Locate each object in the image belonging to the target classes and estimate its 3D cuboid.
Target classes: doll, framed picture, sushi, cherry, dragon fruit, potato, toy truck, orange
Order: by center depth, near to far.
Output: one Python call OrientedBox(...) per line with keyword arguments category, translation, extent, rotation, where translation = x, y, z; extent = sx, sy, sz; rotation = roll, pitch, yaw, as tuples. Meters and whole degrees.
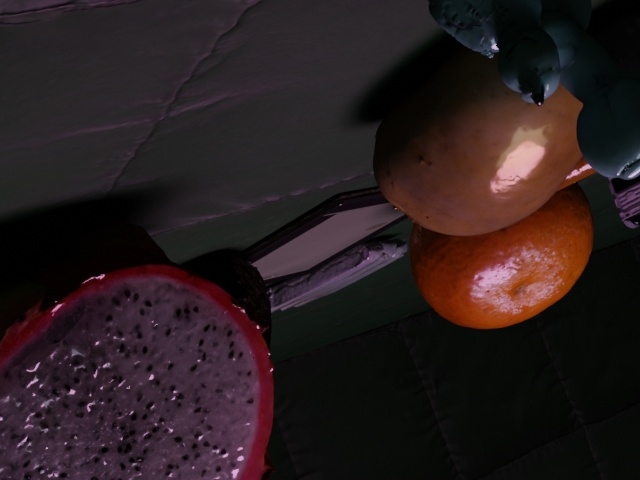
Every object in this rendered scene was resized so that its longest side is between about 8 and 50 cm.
OrientedBox(category="doll", translation=(0.153, -0.108, 0.701), extent=(0.159, 0.159, 0.059), rotation=(-2, 148, -48))
OrientedBox(category="potato", translation=(0.136, -0.084, 0.913), extent=(0.150, 0.146, 0.234), rotation=(-51, -175, -27))
OrientedBox(category="cherry", translation=(0.276, -0.146, 0.978), extent=(0.148, 0.115, 0.188), rotation=(-60, 178, 0))
OrientedBox(category="dragon fruit", translation=(-0.203, 0.137, 0.984), extent=(0.305, 0.305, 0.225), rotation=(-17, -161, -28))
OrientedBox(category="sushi", translation=(-0.155, 0.104, 1.347), extent=(0.225, 0.126, 0.136), rotation=(-20, 164, 36))
OrientedBox(category="orange", translation=(0.207, -0.003, 1.351), extent=(0.224, 0.170, 0.224), rotation=(-15, 135, -15))
OrientedBox(category="framed picture", translation=(0.000, 0.000, 1.438), extent=(0.265, 0.016, 0.347), rotation=(-13, 167, -45))
OrientedBox(category="toy truck", translation=(0.568, -0.105, 1.803), extent=(0.253, 0.124, 0.114), rotation=(-14, 168, -31))

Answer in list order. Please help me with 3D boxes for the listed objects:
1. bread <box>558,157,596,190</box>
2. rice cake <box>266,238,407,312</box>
OrientedBox(category="bread", translation=(0.247, -0.104, 1.161), extent=(0.245, 0.094, 0.102), rotation=(-27, 175, 30))
OrientedBox(category="rice cake", translation=(0.020, 0.049, 1.708), extent=(0.211, 0.038, 0.124), rotation=(-28, 169, 34))
